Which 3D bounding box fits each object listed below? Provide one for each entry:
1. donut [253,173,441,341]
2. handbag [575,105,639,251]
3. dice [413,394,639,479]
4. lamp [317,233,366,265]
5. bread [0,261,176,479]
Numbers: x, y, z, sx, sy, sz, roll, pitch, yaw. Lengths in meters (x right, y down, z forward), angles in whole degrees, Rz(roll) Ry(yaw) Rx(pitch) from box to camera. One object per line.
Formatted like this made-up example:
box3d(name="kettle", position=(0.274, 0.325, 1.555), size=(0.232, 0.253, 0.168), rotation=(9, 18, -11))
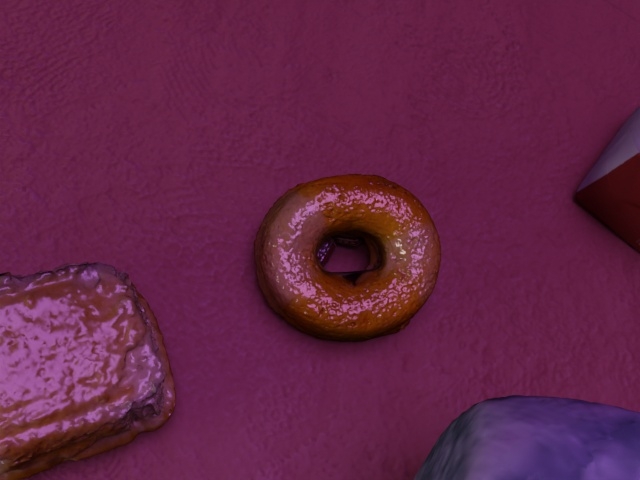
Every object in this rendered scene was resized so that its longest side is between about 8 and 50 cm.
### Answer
box3d(name="donut", position=(0.033, 0.014, 0.902), size=(0.190, 0.074, 0.174), rotation=(12, 85, -11))
box3d(name="handbag", position=(0.452, -0.028, 1.012), size=(0.298, 0.151, 0.171), rotation=(41, 69, -2))
box3d(name="dice", position=(0.199, 0.333, 0.692), size=(0.330, 0.348, 0.328), rotation=(24, 64, 4))
box3d(name="lamp", position=(0.000, 0.000, 0.952), size=(0.083, 0.031, 0.063), rotation=(-36, 78, -20))
box3d(name="bread", position=(-0.250, 0.113, 0.796), size=(0.246, 0.121, 0.174), rotation=(-17, 81, -23))
